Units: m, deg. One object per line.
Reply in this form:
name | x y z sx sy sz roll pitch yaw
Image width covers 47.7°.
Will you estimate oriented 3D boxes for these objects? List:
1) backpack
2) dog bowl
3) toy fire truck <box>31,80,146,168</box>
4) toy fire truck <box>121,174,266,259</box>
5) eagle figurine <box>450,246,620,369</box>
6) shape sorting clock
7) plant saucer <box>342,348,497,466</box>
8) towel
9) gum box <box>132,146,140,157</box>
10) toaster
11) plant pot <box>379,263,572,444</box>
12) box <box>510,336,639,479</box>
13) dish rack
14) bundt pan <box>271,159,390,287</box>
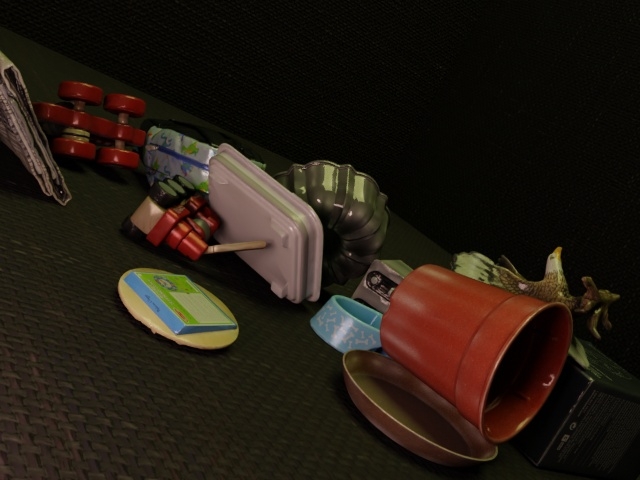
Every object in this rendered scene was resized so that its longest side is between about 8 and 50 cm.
backpack | -0.288 -0.176 1.832 0.290 0.274 0.355 22 -12 -38
dog bowl | 0.123 0.207 1.525 0.297 0.074 0.166 26 11 -14
toy fire truck | -0.582 -0.272 1.746 0.253 0.170 0.302 5 -2 37
toy fire truck | -0.243 -0.023 1.488 0.246 0.158 0.217 41 10 -3
eagle figurine | 0.442 0.114 1.485 0.298 0.225 0.226 0 -55 40
shape sorting clock | -0.225 0.108 1.154 0.206 0.040 0.206 31 13 -8
plant saucer | 0.164 0.299 1.272 0.310 0.050 0.310 28 10 -6
towel | -0.600 -0.249 1.366 0.056 0.312 0.324 -32 48 -25
gum box | -0.443 -0.229 2.158 0.157 0.041 0.184 35 11 28
toaster | 0.154 0.136 1.698 0.110 0.168 0.185 37 13 21
plant pot | 0.270 0.183 1.326 0.265 0.273 0.272 28 7 40
box | 0.544 0.346 1.611 0.395 0.212 0.293 21 13 -36
dish rack | -0.134 -0.022 1.546 0.072 0.286 0.332 -33 57 -29
bundt pan | 0.003 -0.015 1.673 0.330 0.331 0.124 25 36 -20
